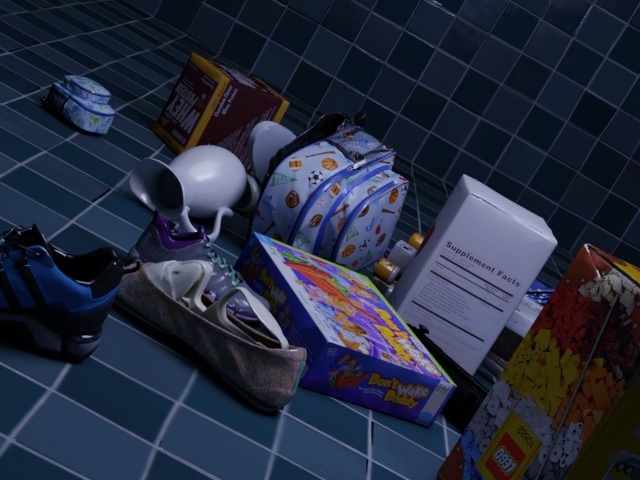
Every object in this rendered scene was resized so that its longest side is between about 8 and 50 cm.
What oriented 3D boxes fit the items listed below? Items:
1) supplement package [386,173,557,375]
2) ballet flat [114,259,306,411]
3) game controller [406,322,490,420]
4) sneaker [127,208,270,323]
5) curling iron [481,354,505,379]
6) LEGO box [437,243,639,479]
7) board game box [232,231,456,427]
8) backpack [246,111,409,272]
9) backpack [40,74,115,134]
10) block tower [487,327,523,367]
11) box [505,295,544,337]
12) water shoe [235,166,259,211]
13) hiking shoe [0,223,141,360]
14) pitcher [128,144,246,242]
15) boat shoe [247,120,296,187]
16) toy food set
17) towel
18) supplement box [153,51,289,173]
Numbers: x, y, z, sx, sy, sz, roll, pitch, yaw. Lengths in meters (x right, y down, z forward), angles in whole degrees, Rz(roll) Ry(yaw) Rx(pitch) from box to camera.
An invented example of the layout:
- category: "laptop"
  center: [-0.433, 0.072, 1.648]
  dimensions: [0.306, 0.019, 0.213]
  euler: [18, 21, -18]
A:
- category: "supplement package"
  center: [0.250, 0.062, 1.970]
  dimensions: [0.175, 0.293, 0.177]
  euler: [29, 13, -4]
- category: "ballet flat"
  center: [-0.145, 0.089, 1.453]
  dimensions: [0.316, 0.106, 0.107]
  euler: [33, 14, 15]
- category: "game controller"
  center: [0.250, 0.243, 1.766]
  dimensions: [0.319, 0.067, 0.166]
  euler: [41, 7, 36]
- category: "sneaker"
  center: [-0.157, 0.040, 1.620]
  dimensions: [0.224, 0.098, 0.083]
  euler: [25, 15, -18]
- category: "curling iron"
  center: [0.378, 0.280, 1.995]
  dimensions: [0.274, 0.035, 0.068]
  euler: [35, 18, 15]
- category: "LEGO box"
  center: [0.472, 0.277, 1.497]
  dimensions: [0.500, 0.372, 0.193]
  euler: [23, 15, -28]
- category: "board game box"
  center: [0.026, 0.129, 1.725]
  dimensions: [0.233, 0.078, 0.347]
  euler: [22, 16, -30]
- category: "backpack"
  center: [0.008, -0.053, 1.995]
  dimensions: [0.263, 0.276, 0.213]
  euler: [-20, 45, -40]
- category: "backpack"
  center: [-0.439, -0.254, 2.116]
  dimensions: [0.114, 0.084, 0.105]
  euler: [39, 18, 22]
- category: "block tower"
  center: [0.386, 0.185, 2.234]
  dimensions: [0.091, 0.097, 0.335]
  euler: [33, 15, 15]
- category: "box"
  center: [0.400, 0.153, 2.098]
  dimensions: [0.145, 0.038, 0.186]
  euler: [32, 12, 12]
- category: "water shoe"
  center: [-0.155, -0.114, 2.226]
  dimensions: [0.080, 0.073, 0.203]
  euler: [21, 16, -40]
- category: "hiking shoe"
  center: [-0.348, 0.028, 1.195]
  dimensions: [0.304, 0.132, 0.113]
  euler: [17, 19, -42]
- category: "pitcher"
  center: [-0.202, -0.075, 1.939]
  dimensions: [0.177, 0.125, 0.207]
  euler: [54, 30, 10]
- category: "boat shoe"
  center: [-0.083, -0.147, 2.254]
  dimensions: [0.105, 0.113, 0.306]
  euler: [40, -5, 35]
- category: "toy food set"
  center: [0.171, 0.071, 2.159]
  dimensions: [0.104, 0.111, 0.232]
  euler: [34, 20, 11]
- category: "towel"
  center: [0.315, 0.069, 2.389]
  dimensions: [0.336, 0.040, 0.243]
  euler: [12, 7, -8]
- category: "supplement box"
  center: [-0.209, -0.259, 2.383]
  dimensions: [0.194, 0.191, 0.129]
  euler: [15, 20, -45]
